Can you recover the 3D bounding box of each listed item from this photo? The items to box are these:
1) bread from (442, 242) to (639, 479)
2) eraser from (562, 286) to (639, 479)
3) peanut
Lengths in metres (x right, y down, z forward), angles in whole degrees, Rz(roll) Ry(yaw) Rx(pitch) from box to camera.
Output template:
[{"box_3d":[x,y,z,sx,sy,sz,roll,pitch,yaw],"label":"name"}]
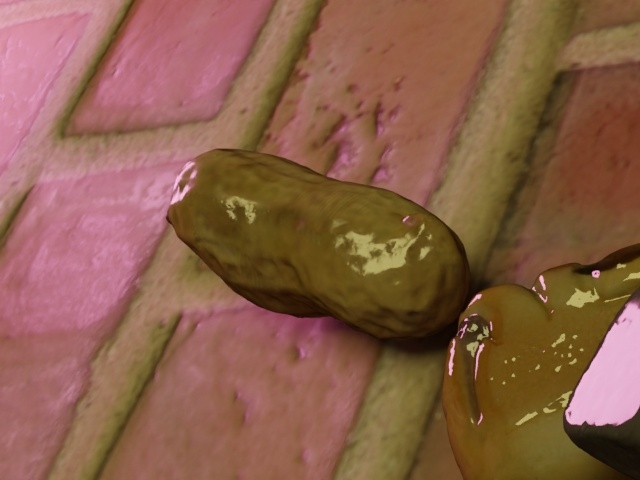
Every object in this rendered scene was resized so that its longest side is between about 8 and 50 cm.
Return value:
[{"box_3d":[0.161,0.063,0.711,0.225,0.081,0.134,-17,49,25],"label":"bread"},{"box_3d":[0.247,0.103,0.553,0.352,0.061,0.089,25,74,29],"label":"eraser"},{"box_3d":[0.000,0.000,0.898,0.214,0.099,0.099,11,60,41],"label":"peanut"}]
